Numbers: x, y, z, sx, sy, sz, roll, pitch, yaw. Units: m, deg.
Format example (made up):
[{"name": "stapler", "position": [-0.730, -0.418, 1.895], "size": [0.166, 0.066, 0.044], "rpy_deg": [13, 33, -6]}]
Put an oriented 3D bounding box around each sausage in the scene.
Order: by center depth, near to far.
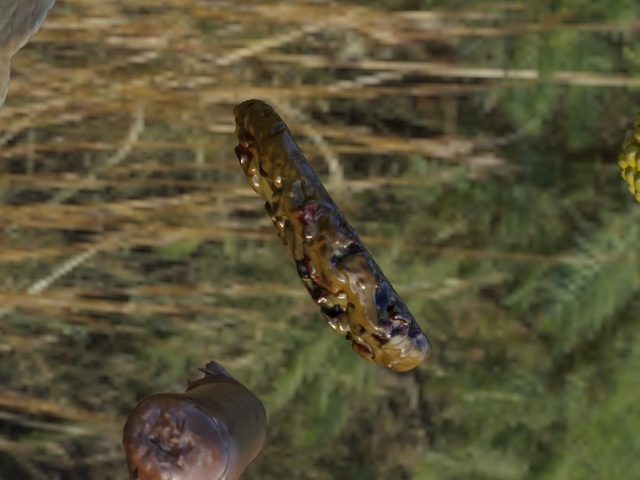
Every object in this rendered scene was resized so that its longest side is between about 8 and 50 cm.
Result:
[{"name": "sausage", "position": [-0.040, 0.067, 0.643], "size": [0.158, 0.036, 0.042], "rpy_deg": [-23, 101, -86]}]

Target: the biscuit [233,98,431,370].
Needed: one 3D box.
[{"name": "biscuit", "position": [0.001, 0.001, 1.924], "size": [0.334, 0.081, 0.289], "rpy_deg": [57, -1, 22]}]

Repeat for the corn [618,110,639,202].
[{"name": "corn", "position": [0.298, -0.036, 1.094], "size": [0.093, 0.244, 0.093], "rpy_deg": [-21, 119, -44]}]

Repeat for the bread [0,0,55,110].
[{"name": "bread", "position": [-0.268, -0.160, 1.107], "size": [0.316, 0.054, 0.316], "rpy_deg": [-45, 147, -39]}]
